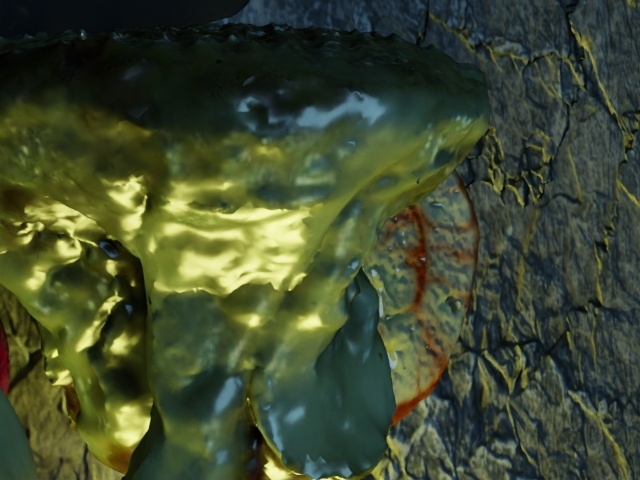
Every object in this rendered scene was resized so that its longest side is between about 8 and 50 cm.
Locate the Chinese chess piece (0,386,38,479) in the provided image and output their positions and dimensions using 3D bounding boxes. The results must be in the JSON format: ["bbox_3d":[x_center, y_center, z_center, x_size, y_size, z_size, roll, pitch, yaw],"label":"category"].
[{"bbox_3d":[-0.339,0.184,0.942,0.349,0.146,0.349,-3,102,-13],"label":"Chinese chess piece"}]

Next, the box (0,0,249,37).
[{"bbox_3d":[-0.220,-0.310,1.216,0.350,0.091,0.359,-28,106,-41],"label":"box"}]

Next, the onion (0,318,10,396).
[{"bbox_3d":[-0.295,0.090,1.086,0.177,0.153,0.177,-34,141,-33],"label":"onion"}]

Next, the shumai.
[{"bbox_3d":[-0.089,0.019,1.036,0.324,0.397,0.324,-52,142,-76],"label":"shumai"}]

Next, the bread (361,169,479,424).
[{"bbox_3d":[0.003,-0.001,1.390,0.327,0.114,0.295,38,62,-34],"label":"bread"}]
